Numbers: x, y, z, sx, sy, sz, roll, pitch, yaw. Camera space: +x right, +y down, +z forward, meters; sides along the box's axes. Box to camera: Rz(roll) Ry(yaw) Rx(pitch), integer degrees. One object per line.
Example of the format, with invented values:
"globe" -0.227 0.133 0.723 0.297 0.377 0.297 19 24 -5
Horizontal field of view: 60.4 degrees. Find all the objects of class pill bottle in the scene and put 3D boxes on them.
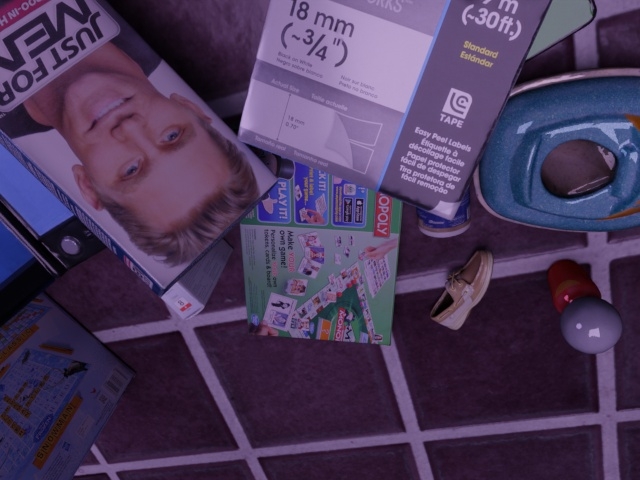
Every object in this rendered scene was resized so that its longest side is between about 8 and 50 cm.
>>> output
"pill bottle" 0.147 -0.070 0.670 0.067 0.067 0.120 -6 119 11

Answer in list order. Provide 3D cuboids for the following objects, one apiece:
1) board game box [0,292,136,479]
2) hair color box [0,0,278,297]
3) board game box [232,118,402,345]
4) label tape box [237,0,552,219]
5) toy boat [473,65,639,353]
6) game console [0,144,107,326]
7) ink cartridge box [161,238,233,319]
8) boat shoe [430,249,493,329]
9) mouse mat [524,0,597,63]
"board game box" -0.458 0.211 0.770 0.065 0.319 0.318 -31 111 26
"hair color box" -0.230 -0.123 0.585 0.347 0.174 0.105 46 160 -6
"board game box" 0.000 0.000 0.743 0.213 0.046 0.318 3 120 5
"label tape box" 0.079 -0.221 0.531 0.240 0.106 0.334 21 114 4
"toy boat" 0.311 -0.030 0.624 0.267 0.148 0.318 -3 119 9
"game console" -0.435 -0.047 0.702 0.250 0.173 0.293 -26 114 21
"ink cartridge box" -0.203 -0.004 0.711 0.045 0.145 0.179 -37 109 24
"boat shoe" 0.192 0.068 0.753 0.045 0.050 0.135 15 121 -7
"mouse mat" 0.180 -0.252 0.597 0.189 0.007 0.153 -29 112 23
